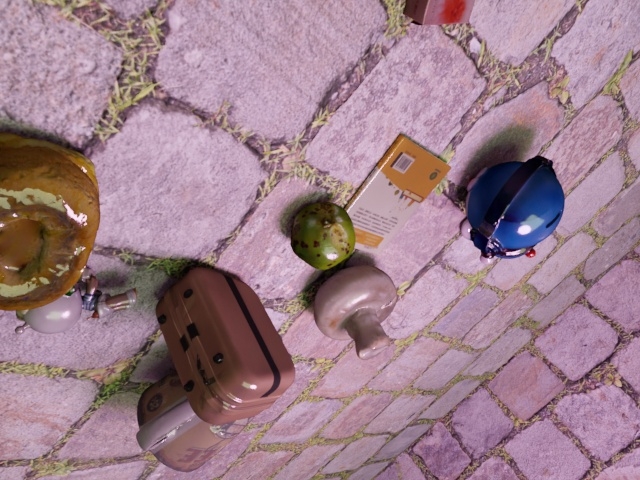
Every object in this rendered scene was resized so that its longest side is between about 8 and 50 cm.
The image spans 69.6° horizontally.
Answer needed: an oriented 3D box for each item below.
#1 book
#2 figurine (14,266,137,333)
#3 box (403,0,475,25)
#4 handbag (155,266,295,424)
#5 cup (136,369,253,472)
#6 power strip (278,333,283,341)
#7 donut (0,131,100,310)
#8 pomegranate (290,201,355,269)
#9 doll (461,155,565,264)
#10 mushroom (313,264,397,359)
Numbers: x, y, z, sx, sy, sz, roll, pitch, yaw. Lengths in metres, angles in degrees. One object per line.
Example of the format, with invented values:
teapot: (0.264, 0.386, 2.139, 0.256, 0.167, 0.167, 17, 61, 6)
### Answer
book: (0.163, -0.094, 1.103, 0.207, 0.020, 0.295, 17, 118, -44)
figurine: (-0.436, 0.107, 0.820, 0.197, 0.094, 0.147, -15, 159, -35)
box: (0.212, -0.439, 0.760, 0.111, 0.060, 0.156, -17, 138, -24)
handbag: (-0.174, 0.214, 0.957, 0.149, 0.302, 0.283, -44, 146, 11)
cup: (-0.273, 0.371, 1.050, 0.257, 0.227, 0.301, -40, 166, 13)
power strip: (-0.200, 0.332, 1.245, 0.167, 0.054, 0.253, -5, 133, -33)
donut: (-0.437, -0.018, 0.659, 0.208, 0.128, 0.262, 3, 126, -37)
pomegranate: (0.004, 0.008, 1.006, 0.143, 0.122, 0.169, -1, 134, -20)
doll: (0.500, -0.076, 1.208, 0.284, 0.240, 0.310, -47, 148, -10)
mushroom: (0.106, 0.193, 1.192, 0.243, 0.244, 0.244, -20, 139, -19)
